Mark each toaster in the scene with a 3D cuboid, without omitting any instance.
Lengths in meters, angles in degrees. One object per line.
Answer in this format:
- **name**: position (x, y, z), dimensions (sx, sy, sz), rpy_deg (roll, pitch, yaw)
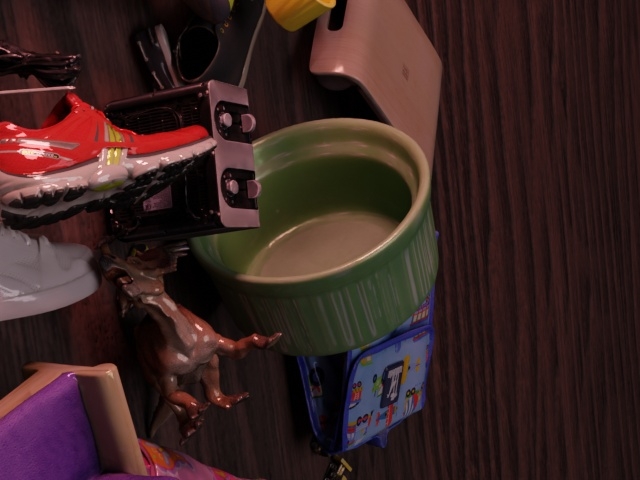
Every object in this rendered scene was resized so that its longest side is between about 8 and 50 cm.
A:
- **toaster**: position (-0.162, -0.082, 1.757), dimensions (0.110, 0.185, 0.168), rpy_deg (2, 81, -59)

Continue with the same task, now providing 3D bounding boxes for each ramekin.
- **ramekin**: position (0.000, 0.000, 1.888), dimensions (0.303, 0.303, 0.148), rpy_deg (-58, 143, -39)

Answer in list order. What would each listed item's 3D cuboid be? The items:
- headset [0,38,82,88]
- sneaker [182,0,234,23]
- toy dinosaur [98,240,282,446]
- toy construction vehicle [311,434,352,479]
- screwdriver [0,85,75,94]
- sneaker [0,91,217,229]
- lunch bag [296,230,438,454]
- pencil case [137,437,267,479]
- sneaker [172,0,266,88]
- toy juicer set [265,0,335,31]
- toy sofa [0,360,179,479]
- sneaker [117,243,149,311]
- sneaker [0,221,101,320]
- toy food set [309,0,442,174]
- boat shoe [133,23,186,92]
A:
- **headset**: position (-0.319, -0.340, 1.493), dimensions (0.243, 0.185, 0.394), rpy_deg (-40, 139, -48)
- **sneaker**: position (-0.223, -0.311, 1.708), dimensions (0.300, 0.111, 0.121), rpy_deg (30, 80, -35)
- **toy dinosaur**: position (-0.171, 0.107, 1.743), dimensions (0.127, 0.200, 0.296), rpy_deg (-38, 166, -28)
- **toy construction vehicle**: position (0.027, 0.287, 2.155), dimensions (0.086, 0.035, 0.098), rpy_deg (56, 46, -40)
- **screwdriver**: position (-0.328, -0.147, 1.526), dimensions (0.024, 0.169, 0.025), rpy_deg (-107, -170, -53)
- **sneaker**: position (-0.221, -0.098, 1.564), dimensions (0.279, 0.107, 0.118), rpy_deg (-14, 75, -46)
- **lunch bag**: position (0.059, 0.145, 2.122), dimensions (0.221, 0.138, 0.293), rpy_deg (-23, 113, -55)
- **pencil case**: position (-0.157, 0.312, 1.810), dimensions (0.284, 0.124, 0.124), rpy_deg (31, 65, -53)
- **sneaker**: position (-0.118, -0.281, 1.859), dimensions (0.118, 0.083, 0.222), rpy_deg (32, 63, -77)
- **toy juicer set**: position (-0.102, -0.408, 1.807), dimensions (0.329, 0.089, 0.209), rpy_deg (41, 28, -20)
- **toy sofa**: position (-0.299, 0.262, 1.443), dimensions (0.362, 0.177, 0.150), rpy_deg (-40, 123, -48)
- **sneaker**: position (-0.209, 0.047, 1.800), dimensions (0.035, 0.031, 0.083), rpy_deg (42, 56, -49)
- **sneaker**: position (-0.331, -0.009, 1.549), dimensions (0.292, 0.108, 0.169), rpy_deg (-14, 105, -54)
- **toy food set**: position (0.081, -0.231, 2.204), dimensions (0.306, 0.092, 0.220), rpy_deg (51, 39, -46)
- **boat shoe**: position (-0.185, -0.194, 1.830), dimensions (0.046, 0.038, 0.125), rpy_deg (-96, 169, -58)
